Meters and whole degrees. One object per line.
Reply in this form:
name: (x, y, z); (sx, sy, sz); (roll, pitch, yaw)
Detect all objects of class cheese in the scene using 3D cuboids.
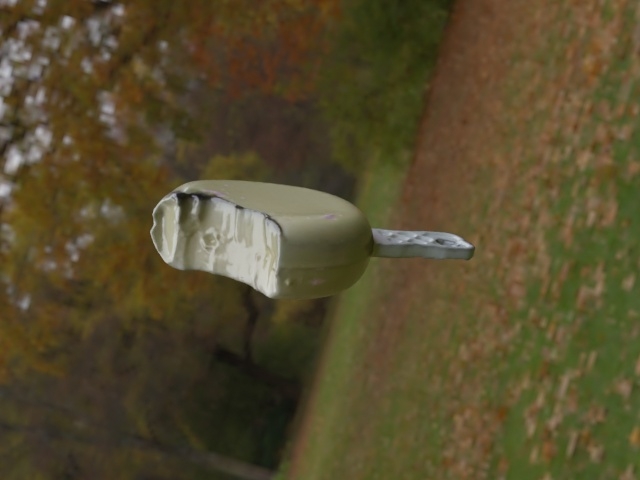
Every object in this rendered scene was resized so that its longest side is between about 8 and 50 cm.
cheese: (-0.006, -0.006, 1.247); (0.163, 0.249, 0.071); (24, 112, 47)
